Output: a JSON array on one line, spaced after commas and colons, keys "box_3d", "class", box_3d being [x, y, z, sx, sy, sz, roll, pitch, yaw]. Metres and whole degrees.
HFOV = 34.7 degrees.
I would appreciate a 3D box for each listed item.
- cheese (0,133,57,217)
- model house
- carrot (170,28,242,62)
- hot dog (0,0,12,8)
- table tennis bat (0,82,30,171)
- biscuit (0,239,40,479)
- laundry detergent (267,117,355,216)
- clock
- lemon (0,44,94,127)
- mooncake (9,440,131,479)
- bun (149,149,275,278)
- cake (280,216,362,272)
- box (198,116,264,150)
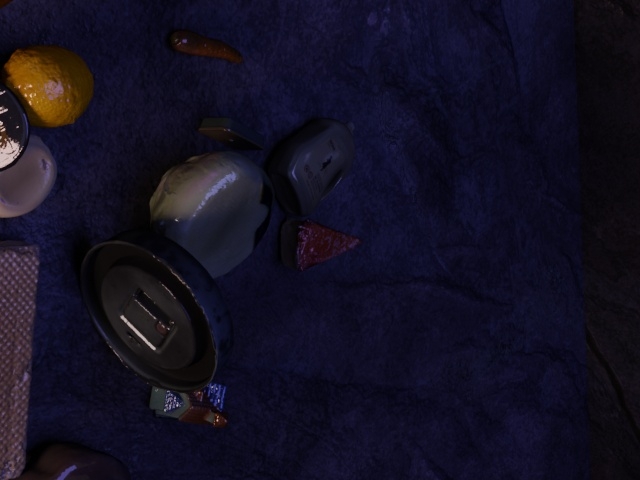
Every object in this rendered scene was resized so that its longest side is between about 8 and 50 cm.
[{"box_3d": [-0.548, -0.085, 1.728, 0.227, 0.064, 0.137, -45, 128, -31], "class": "cheese"}, {"box_3d": [-0.248, 0.326, 2.102, 0.148, 0.149, 0.119, 20, 83, -51], "class": "model house"}, {"box_3d": [-0.223, -0.383, 2.042, 0.191, 0.047, 0.047, 3, 97, -54], "class": "carrot"}, {"box_3d": [-0.548, -0.419, 1.617, 0.337, 0.100, 0.135, -37, 124, -37], "class": "hot dog"}, {"box_3d": [-0.560, -0.222, 1.652, 0.027, 0.150, 0.236, -77, 144, -75], "class": "table tennis bat"}, {"box_3d": [-0.565, 0.213, 1.768, 0.144, 0.078, 0.426, 0, 100, -49], "class": "biscuit"}, {"box_3d": [-0.002, -0.181, 2.300, 0.253, 0.091, 0.181, -48, 132, -31], "class": "laundry detergent"}, {"box_3d": [-0.299, 0.129, 1.867, 0.067, 0.325, 0.325, -41, 127, -43], "class": "clock"}, {"box_3d": [-0.457, -0.261, 1.730, 0.187, 0.142, 0.142, -27, 120, -57], "class": "lemon"}, {"box_3d": [-0.472, 0.489, 1.897, 0.245, 0.133, 0.245, -15, 110, -46], "class": "mooncake"}, {"box_3d": [-0.231, -0.062, 2.017, 0.283, 0.179, 0.283, -33, 144, -27], "class": "bun"}, {"box_3d": [-0.003, -0.018, 2.343, 0.220, 0.086, 0.116, -25, 119, -42], "class": "cake"}, {"box_3d": [-0.179, -0.218, 2.093, 0.126, 0.091, 0.031, 24, 75, -48], "class": "box"}]
